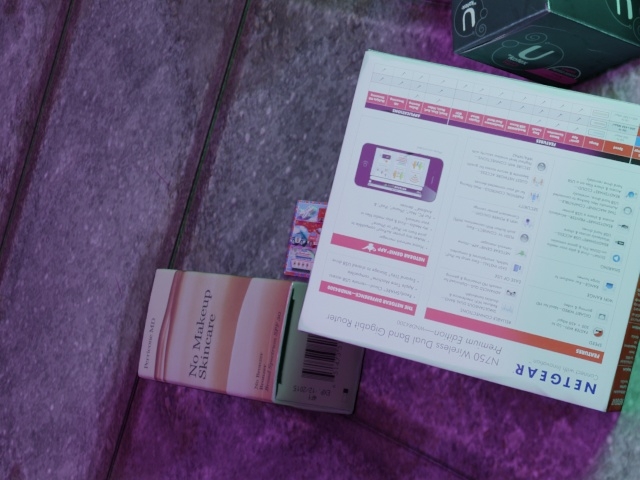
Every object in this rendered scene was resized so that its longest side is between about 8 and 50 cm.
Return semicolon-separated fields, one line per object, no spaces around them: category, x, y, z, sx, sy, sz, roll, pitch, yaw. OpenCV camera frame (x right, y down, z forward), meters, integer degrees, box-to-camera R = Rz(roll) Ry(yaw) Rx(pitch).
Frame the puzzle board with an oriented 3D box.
puzzle board;0.000;0.000;2.194;0.128;0.011;0.096;7;85;53

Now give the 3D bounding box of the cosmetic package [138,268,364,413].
cosmetic package;-0.086;0.120;2.169;0.296;0.129;0.153;1;81;53

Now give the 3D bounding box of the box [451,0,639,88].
box;0.238;-0.319;1.859;0.143;0.165;0.270;-21;62;47

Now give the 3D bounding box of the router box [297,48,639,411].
router box;0.172;-0.013;1.784;0.335;0.082;0.301;15;91;21
